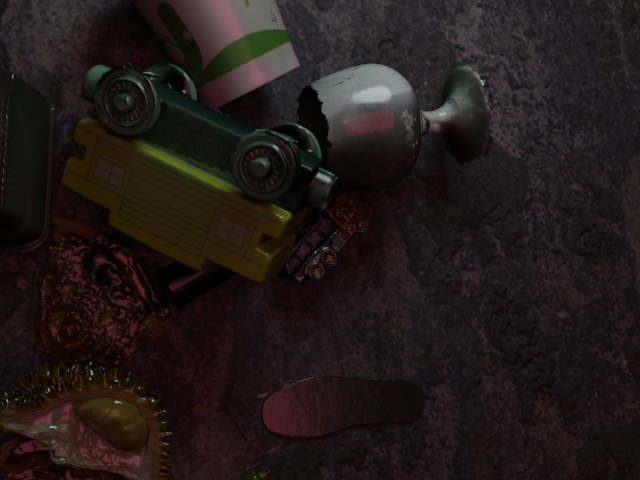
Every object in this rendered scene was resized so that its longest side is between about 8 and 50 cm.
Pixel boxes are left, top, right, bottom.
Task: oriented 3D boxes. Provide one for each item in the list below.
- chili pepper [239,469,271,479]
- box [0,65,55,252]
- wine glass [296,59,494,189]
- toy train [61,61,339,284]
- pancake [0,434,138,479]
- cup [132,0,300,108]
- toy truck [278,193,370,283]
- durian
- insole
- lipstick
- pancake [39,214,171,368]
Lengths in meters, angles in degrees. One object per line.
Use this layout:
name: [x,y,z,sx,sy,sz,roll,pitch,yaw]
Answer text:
chili pepper: [-0.153,0.485,1.309,0.049,0.043,0.208,33,79,-39]
box: [-0.502,-0.124,1.160,0.138,0.178,0.274,0,83,-3]
wine glass: [0.127,-0.210,1.375,0.322,0.238,0.238,-6,87,-18]
toy train: [-0.198,-0.104,1.194,0.442,0.179,0.272,26,111,8]
pancake: [-0.415,0.425,1.212,0.266,0.057,0.244,36,75,-13]
cup: [-0.175,-0.376,1.288,0.253,0.253,0.274,-32,104,-19]
toy truck: [0.000,0.000,1.383,0.092,0.083,0.192,45,73,-6]
durian: [-0.363,0.271,1.175,0.306,0.172,0.167,26,72,-30]
insole: [0.049,0.306,1.411,0.327,0.007,0.111,0,86,-19]
lipstick: [-0.148,0.014,1.332,0.299,0.081,0.081,-33,96,-18]
pancake: [-0.357,0.088,1.267,0.212,0.056,0.258,1,92,-12]
